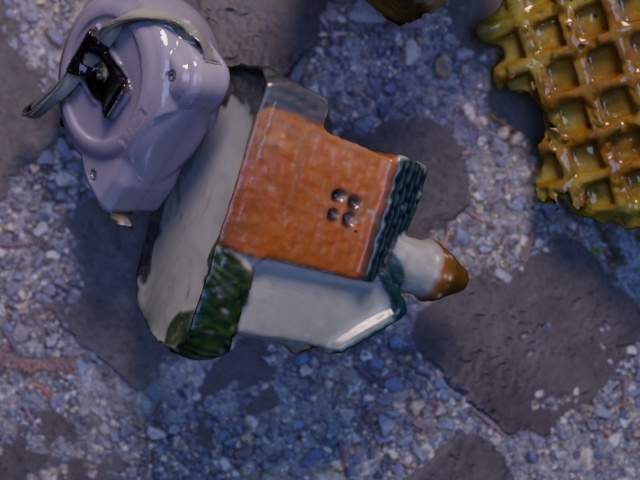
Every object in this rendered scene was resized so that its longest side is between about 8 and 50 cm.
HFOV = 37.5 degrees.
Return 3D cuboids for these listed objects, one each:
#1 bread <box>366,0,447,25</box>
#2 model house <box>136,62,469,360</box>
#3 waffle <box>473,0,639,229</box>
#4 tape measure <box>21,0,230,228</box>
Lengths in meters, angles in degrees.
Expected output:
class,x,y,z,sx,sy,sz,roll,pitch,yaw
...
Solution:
class,x,y,z,sx,sy,sz,roll,pitch,yaw
bread,0.083,-0.302,0.874,0.197,0.197,0.170,31,98,-8
model house,0.000,0.000,0.936,0.300,0.190,0.271,17,92,-22
waffle,0.303,-0.150,0.928,0.301,0.058,0.281,49,118,5
tape measure,-0.181,-0.142,0.882,0.178,0.105,0.196,50,122,29
